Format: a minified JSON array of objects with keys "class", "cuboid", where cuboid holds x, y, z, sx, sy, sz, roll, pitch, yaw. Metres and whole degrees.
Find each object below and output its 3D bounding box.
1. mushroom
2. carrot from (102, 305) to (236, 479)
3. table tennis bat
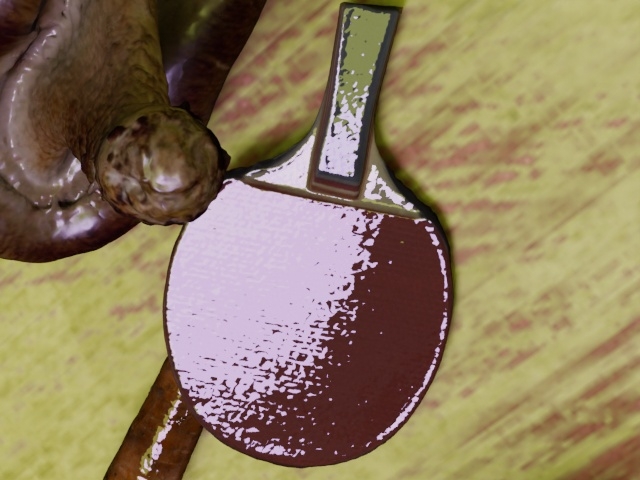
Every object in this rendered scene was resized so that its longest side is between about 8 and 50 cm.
[{"class":"mushroom","cuboid":[-0.090,-0.051,0.729,0.148,0.217,0.227,12,119,-21]},{"class":"carrot","cuboid":[-0.063,0.070,0.864,0.036,0.035,0.165,29,108,8]},{"class":"table tennis bat","cuboid":[0.000,0.000,0.815,0.130,0.019,0.220,11,106,-1]}]
